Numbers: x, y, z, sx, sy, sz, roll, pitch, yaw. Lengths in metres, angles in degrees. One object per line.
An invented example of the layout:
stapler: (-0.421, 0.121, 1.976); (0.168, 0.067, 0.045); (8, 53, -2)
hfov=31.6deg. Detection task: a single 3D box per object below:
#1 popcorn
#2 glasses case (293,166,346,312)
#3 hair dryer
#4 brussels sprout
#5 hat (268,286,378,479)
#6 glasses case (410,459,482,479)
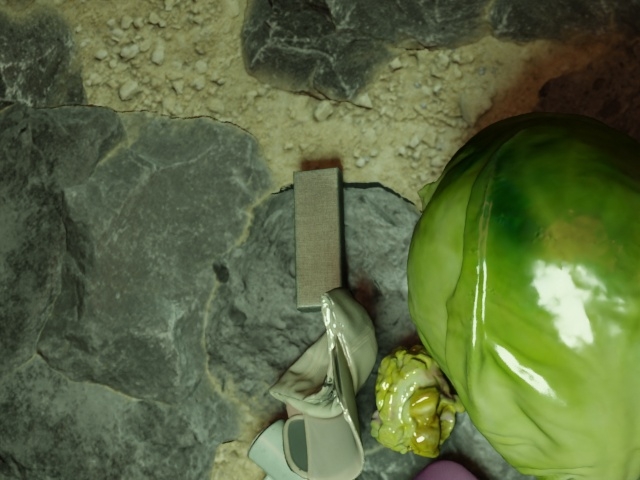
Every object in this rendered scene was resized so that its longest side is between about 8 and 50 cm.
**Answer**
popcorn: (0.124, 0.211, 1.495); (0.126, 0.126, 0.145); (11, 63, 32)
glasses case: (0.000, 0.000, 1.628); (0.070, 0.047, 0.205); (-5, 76, 14)
hair dryer: (-0.082, 0.378, 1.561); (0.131, 0.073, 0.236); (40, 96, 22)
brussels sprout: (0.275, 0.039, 1.308); (0.342, 0.361, 0.425); (-29, 50, -4)
hat: (0.035, 0.195, 1.497); (0.226, 0.164, 0.219); (57, 140, 25)
glasses case: (0.100, 0.425, 1.477); (0.123, 0.076, 0.316); (44, 96, 22)
